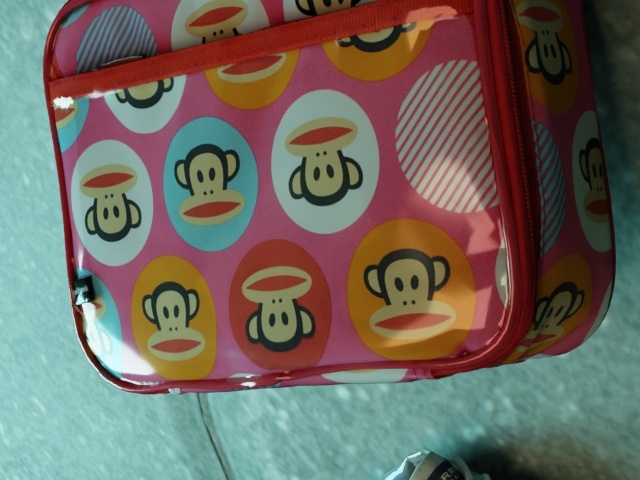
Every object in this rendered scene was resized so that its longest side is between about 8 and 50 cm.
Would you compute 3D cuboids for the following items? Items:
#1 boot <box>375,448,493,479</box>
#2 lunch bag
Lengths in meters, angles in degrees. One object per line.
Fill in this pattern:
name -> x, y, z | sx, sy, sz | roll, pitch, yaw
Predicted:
boot -> 0.096, 0.175, 0.810 | 0.123, 0.095, 0.258 | 52, 139, -6
lunch bag -> -0.006, -0.058, 0.716 | 0.293, 0.120, 0.258 | -8, 88, 37
